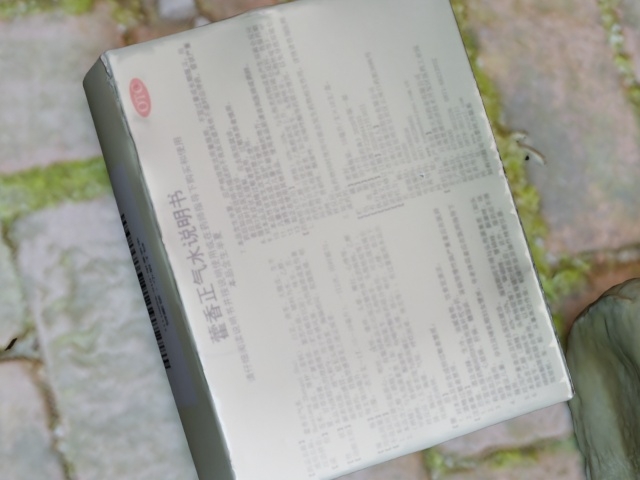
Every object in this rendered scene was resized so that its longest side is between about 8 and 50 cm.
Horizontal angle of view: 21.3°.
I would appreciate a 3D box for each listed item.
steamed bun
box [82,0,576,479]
[{"bbox_3d":[0.217,0.089,0.808,0.155,0.141,0.172,-14,84,-18],"label":"steamed bun"},{"bbox_3d":[0.000,0.000,0.788,0.168,0.095,0.212,-16,87,-15],"label":"box"}]
